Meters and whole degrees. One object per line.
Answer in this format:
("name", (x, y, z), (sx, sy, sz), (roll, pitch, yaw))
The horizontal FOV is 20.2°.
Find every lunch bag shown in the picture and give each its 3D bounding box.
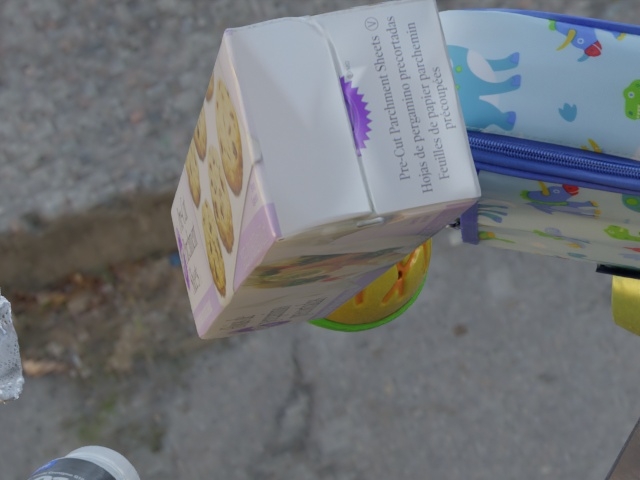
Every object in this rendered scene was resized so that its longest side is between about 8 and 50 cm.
("lunch bag", (0.120, -0.043, 0.869), (0.176, 0.219, 0.090), (12, 83, 5))

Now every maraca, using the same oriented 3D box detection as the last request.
("maraca", (0.000, 0.000, 1.236), (0.186, 0.127, 0.099), (2, -13, -35))

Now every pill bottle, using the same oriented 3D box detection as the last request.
("pill bottle", (-0.167, 0.185, 1.155), (0.078, 0.078, 0.137), (-11, 11, 16))

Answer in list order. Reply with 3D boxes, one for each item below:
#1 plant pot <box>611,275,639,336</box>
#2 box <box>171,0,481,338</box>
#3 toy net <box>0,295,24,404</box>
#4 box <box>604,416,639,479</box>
("plant pot", (0.457, 0.037, 1.858), (0.294, 0.274, 0.274), (6, 40, 16))
("box", (-0.011, -0.013, 0.650), (0.063, 0.067, 0.324), (-11, -6, -9))
("toy net", (-0.231, -0.010, 0.937), (0.232, 0.122, 0.045), (46, 108, 16))
("box", (0.274, 0.019, 0.408), (0.318, 0.395, 0.097), (35, 24, 22))
